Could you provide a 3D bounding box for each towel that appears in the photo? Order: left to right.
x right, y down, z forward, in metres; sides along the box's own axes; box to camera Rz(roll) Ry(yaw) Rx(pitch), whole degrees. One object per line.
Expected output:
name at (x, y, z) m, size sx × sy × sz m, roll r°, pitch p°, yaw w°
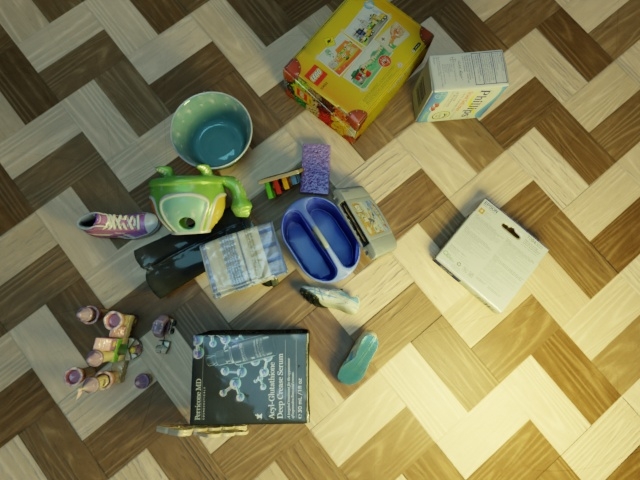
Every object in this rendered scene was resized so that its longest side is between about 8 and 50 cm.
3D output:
towel at (-0.275, 0.069, 1.451) m, size 0.284 × 0.034 × 0.210 m, roll -19°, pitch 79°, yaw -2°

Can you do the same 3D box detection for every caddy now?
caddy at (0.000, 0.000, 1.542) m, size 0.241 × 0.179 × 0.341 m, roll -33°, pitch 83°, yaw -6°

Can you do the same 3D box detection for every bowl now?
bowl at (-0.412, -0.403, 1.607) m, size 0.311 × 0.163 × 0.312 m, roll 0°, pitch 80°, yaw -1°

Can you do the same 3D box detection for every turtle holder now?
turtle holder at (-0.431, -0.139, 1.440) m, size 0.320 × 0.243 × 0.228 m, roll -5°, pitch 93°, yaw -35°

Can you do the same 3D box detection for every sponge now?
sponge at (-0.019, -0.290, 1.664) m, size 0.117 × 0.031 × 0.210 m, roll 3°, pitch 81°, yaw 0°

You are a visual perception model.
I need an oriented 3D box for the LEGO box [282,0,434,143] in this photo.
LEGO box at (0.149, -0.714, 1.657) m, size 0.372 × 0.193 × 0.500 m, roll 39°, pitch 82°, yaw 5°

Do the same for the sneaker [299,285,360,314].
sneaker at (0.036, 0.215, 1.563) m, size 0.237 × 0.085 × 0.086 m, roll 17°, pitch 54°, yaw 5°

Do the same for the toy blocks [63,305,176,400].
toy blocks at (-0.721, 0.384, 1.418) m, size 0.308 × 0.260 × 0.289 m, roll 10°, pitch 80°, yaw 0°

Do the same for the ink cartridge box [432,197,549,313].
ink cartridge box at (0.667, 0.058, 1.605) m, size 0.324 × 0.071 × 0.330 m, roll 41°, pitch 79°, yaw 6°

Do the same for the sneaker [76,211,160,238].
sneaker at (-0.766, -0.061, 1.543) m, size 0.281 × 0.161 × 0.102 m, roll -8°, pitch 79°, yaw -4°

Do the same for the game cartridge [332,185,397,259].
game cartridge at (0.176, -0.077, 1.560) m, size 0.198 × 0.062 × 0.297 m, roll -19°, pitch 76°, yaw -48°

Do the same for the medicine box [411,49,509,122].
medicine box at (0.539, -0.600, 1.612) m, size 0.288 × 0.263 × 0.149 m, roll -5°, pitch 81°, yaw -2°

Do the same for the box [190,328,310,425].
box at (-0.233, 0.470, 1.441) m, size 0.394 × 0.212 × 0.294 m, roll -1°, pitch 81°, yaw -1°

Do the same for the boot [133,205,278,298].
boot at (-0.422, 0.096, 1.529) m, size 0.444 × 0.146 × 0.367 m, roll -25°, pitch 74°, yaw -8°

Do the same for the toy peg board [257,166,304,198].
toy peg board at (-0.141, -0.222, 1.584) m, size 0.160 × 0.161 × 0.079 m, roll -14°, pitch 102°, yaw 8°

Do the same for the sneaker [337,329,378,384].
sneaker at (0.144, 0.438, 1.522) m, size 0.087 × 0.092 × 0.229 m, roll 33°, pitch 101°, yaw 2°

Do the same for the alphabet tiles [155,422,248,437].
alphabet tiles at (-0.393, 0.630, 1.370) m, size 0.277 × 0.284 × 0.021 m, roll -11°, pitch 66°, yaw 37°
